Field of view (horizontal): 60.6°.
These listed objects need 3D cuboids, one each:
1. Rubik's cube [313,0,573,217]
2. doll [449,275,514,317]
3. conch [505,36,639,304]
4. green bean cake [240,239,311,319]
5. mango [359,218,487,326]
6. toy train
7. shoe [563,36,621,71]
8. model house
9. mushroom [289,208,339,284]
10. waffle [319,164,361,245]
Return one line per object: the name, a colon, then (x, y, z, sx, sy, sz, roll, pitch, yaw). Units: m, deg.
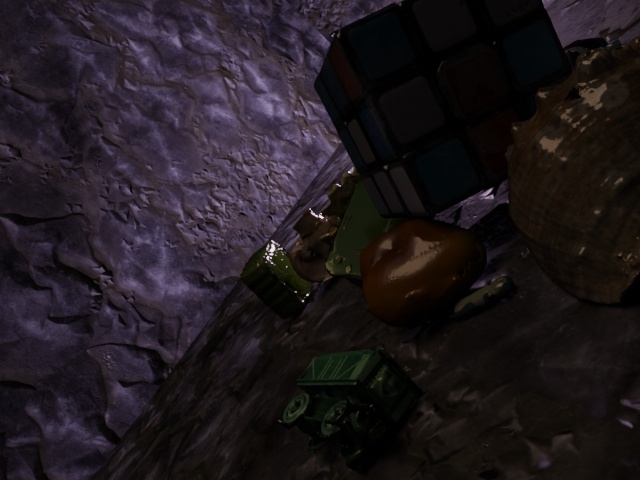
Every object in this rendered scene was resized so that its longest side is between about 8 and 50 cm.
Rubik's cube: (0.223, -0.262, 1.046, 0.359, 0.363, 0.362, -27, 9, -8)
doll: (0.246, 0.089, 0.846, 0.125, 0.027, 0.037, -39, 23, 42)
conch: (0.338, -0.094, 0.697, 0.352, 0.210, 0.297, -57, -1, -40)
green bean cake: (-0.132, 0.121, 1.711, 0.113, 0.214, 0.200, -41, 14, 21)
mango: (0.176, 0.063, 0.948, 0.236, 0.136, 0.166, -37, 30, 29)
toy train: (0.037, 0.265, 0.879, 0.154, 0.115, 0.269, -46, 8, -28)
shoe: (0.531, -0.365, 1.135, 0.106, 0.091, 0.207, -27, 8, 1)
model house: (0.155, 0.007, 1.275, 0.207, 0.154, 0.293, 8, 56, 24)
mushroom: (0.000, 0.000, 1.651, 0.253, 0.195, 0.189, -50, 8, -10)
waffle: (0.104, -0.072, 1.407, 0.056, 0.261, 0.250, 26, 79, 48)
